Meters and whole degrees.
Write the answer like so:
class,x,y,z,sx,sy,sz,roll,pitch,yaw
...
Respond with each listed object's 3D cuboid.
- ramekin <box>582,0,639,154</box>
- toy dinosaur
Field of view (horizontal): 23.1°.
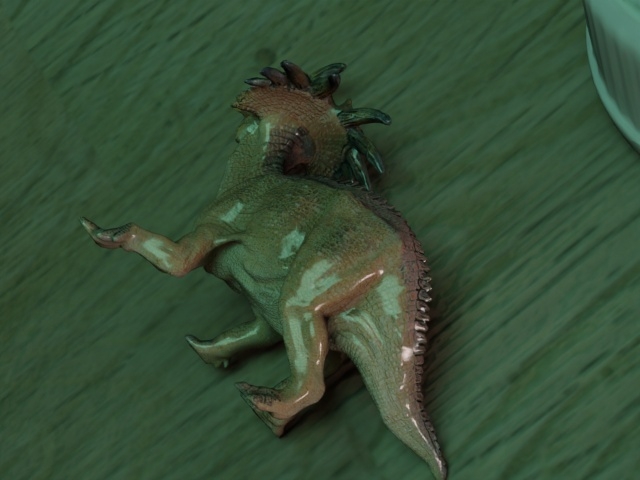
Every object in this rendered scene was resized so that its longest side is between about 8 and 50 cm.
class,x,y,z,sx,sy,sz,roll,pitch,yaw
ramekin,0.269,-0.166,0.882,0.273,0.127,0.273,-12,60,21
toy dinosaur,0.000,0.000,0.944,0.200,0.127,0.296,-43,59,-7
